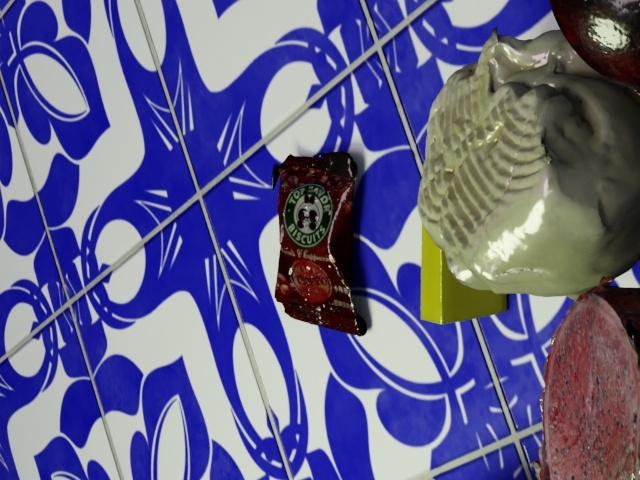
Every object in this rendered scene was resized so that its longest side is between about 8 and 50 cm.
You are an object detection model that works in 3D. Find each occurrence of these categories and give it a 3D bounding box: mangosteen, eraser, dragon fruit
[{"bbox_3d":[0.324,-0.230,1.620,0.228,0.228,0.265,55,180,31],"label":"mangosteen"},{"bbox_3d":[0.161,0.027,1.998,0.045,0.097,0.122,15,111,56],"label":"eraser"},{"bbox_3d":[0.365,0.183,1.596,0.314,0.262,0.296,-137,50,-75],"label":"dragon fruit"}]

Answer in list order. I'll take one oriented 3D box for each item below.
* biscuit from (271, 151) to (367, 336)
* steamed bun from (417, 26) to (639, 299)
[{"bbox_3d":[-0.004,0.000,2.264,0.151,0.063,0.235,8,101,43],"label":"biscuit"},{"bbox_3d":[0.238,-0.062,1.773,0.275,0.206,0.320,-59,24,32],"label":"steamed bun"}]
